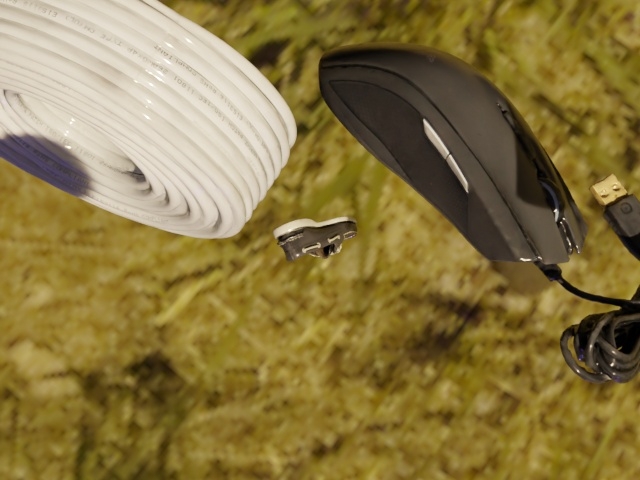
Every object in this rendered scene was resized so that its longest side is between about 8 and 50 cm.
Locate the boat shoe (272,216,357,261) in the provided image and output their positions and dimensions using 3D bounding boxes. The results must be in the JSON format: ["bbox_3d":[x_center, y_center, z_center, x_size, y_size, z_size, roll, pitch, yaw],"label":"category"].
[{"bbox_3d":[0.000,0.000,1.847,0.046,0.125,0.038,-26,79,28],"label":"boat shoe"}]

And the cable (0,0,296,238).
[{"bbox_3d":[-0.143,-0.094,1.206,0.257,0.089,0.257,33,164,-17],"label":"cable"}]

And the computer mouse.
[{"bbox_3d":[0.128,-0.041,1.094,0.262,0.184,0.060,48,122,17],"label":"computer mouse"}]
